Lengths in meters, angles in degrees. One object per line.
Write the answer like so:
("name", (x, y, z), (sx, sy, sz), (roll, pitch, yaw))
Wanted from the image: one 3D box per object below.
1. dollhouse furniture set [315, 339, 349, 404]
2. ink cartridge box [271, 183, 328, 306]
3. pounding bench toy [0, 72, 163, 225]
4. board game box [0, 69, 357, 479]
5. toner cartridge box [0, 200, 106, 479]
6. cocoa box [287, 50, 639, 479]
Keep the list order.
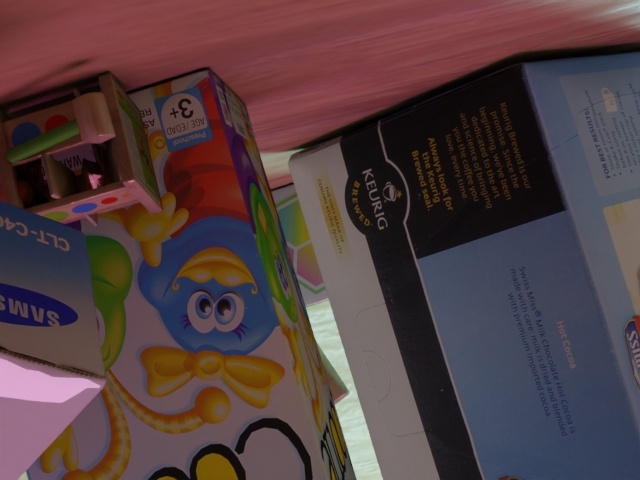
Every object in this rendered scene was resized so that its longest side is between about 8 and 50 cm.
("dollhouse furniture set", (-0.120, 0.201, 1.233), (0.259, 0.135, 0.262), (-40, 169, 30))
("ink cartridge box", (0.000, 0.000, 1.269), (0.209, 0.109, 0.062), (-17, 177, 16))
("pounding bench toy", (-0.114, -0.038, 0.615), (0.065, 0.052, 0.083), (-16, 165, 3))
("board game box", (-0.073, 0.072, 0.725), (0.142, 0.275, 0.144), (-17, 177, 4))
("toner cartridge box", (-0.244, 0.105, 0.521), (0.165, 0.075, 0.348), (21, 126, -35))
("cocoa box", (0.171, 0.058, 1.030), (0.228, 0.347, 0.231), (-20, 175, 41))
